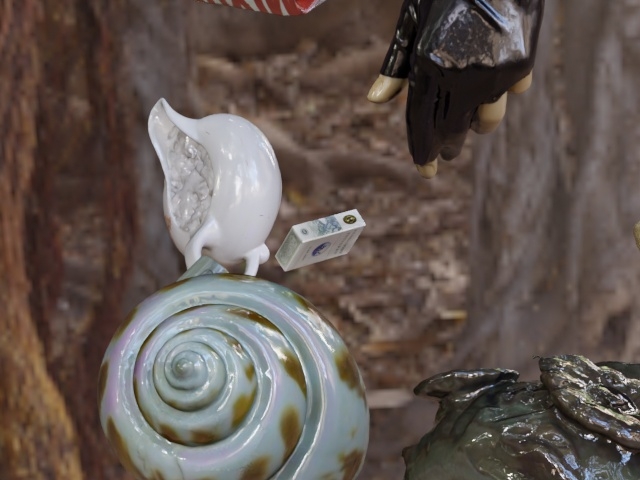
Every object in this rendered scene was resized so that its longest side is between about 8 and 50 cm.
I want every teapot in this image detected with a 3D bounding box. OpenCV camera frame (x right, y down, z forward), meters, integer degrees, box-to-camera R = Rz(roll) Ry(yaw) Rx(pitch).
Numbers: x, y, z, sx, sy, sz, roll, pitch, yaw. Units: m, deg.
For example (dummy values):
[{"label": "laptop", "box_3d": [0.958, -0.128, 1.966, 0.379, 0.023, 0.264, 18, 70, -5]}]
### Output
[{"label": "teapot", "box_3d": [-0.139, -0.058, 2.175, 0.139, 0.204, 0.298, 9, 46, -38]}]

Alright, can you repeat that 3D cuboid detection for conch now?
[{"label": "conch", "box_3d": [-0.074, 0.137, 1.474, 0.249, 0.197, 0.368, 22, 17, 7]}]

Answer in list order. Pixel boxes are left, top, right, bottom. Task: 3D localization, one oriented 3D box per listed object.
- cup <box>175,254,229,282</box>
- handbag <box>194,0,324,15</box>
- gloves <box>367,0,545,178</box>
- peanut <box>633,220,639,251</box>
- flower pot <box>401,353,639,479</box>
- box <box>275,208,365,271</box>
[{"label": "cup", "box_3d": [-0.142, 0.056, 1.802, 0.054, 0.075, 0.083, 28, 68, 34]}, {"label": "handbag", "box_3d": [-0.024, -0.305, 1.163, 0.151, 0.298, 0.171, 14, -2, -36]}, {"label": "gloves", "box_3d": [0.164, -0.217, 2.019, 0.197, 0.301, 0.152, 17, 34, 15]}, {"label": "peanut", "box_3d": [0.335, 0.010, 1.277, 0.187, 0.082, 0.082, 11, 19, 10]}, {"label": "flower pot", "box_3d": [0.203, 0.219, 1.295, 0.213, 0.302, 0.302, -16, 21, -33]}, {"label": "box", "box_3d": [0.000, 0.000, 1.687, 0.083, 0.054, 0.024, -16, 64, -35]}]
